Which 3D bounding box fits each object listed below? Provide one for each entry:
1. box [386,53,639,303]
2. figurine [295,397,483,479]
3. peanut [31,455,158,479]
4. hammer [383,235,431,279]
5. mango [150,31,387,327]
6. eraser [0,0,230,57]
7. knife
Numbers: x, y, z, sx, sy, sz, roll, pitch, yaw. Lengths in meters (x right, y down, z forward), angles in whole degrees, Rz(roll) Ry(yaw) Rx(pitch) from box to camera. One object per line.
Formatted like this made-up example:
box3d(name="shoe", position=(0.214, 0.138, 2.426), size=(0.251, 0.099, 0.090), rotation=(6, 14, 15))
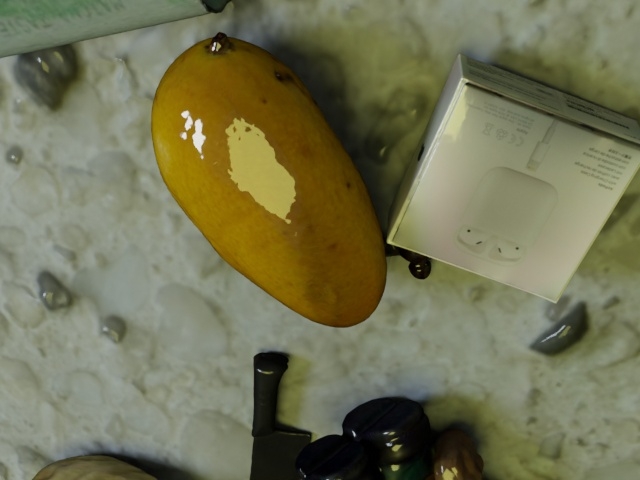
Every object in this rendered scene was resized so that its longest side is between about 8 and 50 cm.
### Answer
box3d(name="box", position=(0.128, -0.038, 0.572), size=(0.130, 0.051, 0.129), rotation=(20, 121, -4))
box3d(name="figurine", position=(0.097, 0.302, 0.738), size=(0.332, 0.185, 0.204), rotation=(56, 154, 3))
box3d(name="peanut", position=(-0.224, 0.334, 0.836), size=(0.196, 0.110, 0.233), rotation=(10, 80, 24))
box3d(name="hammer", position=(0.000, 0.000, 0.668), size=(0.178, 0.021, 0.065), rotation=(1, 119, 20))
box3d(name="mango", position=(-0.033, -0.034, 0.595), size=(0.147, 0.109, 0.227), rotation=(-13, 115, 48))
box3d(name="eraser", position=(-0.194, -0.203, 0.553), size=(0.226, 0.081, 0.174), rotation=(-7, 140, 19))
box3d(name="knife", position=(-0.040, 0.199, 0.793), size=(0.059, 0.028, 0.231), rotation=(6, 123, -1))
